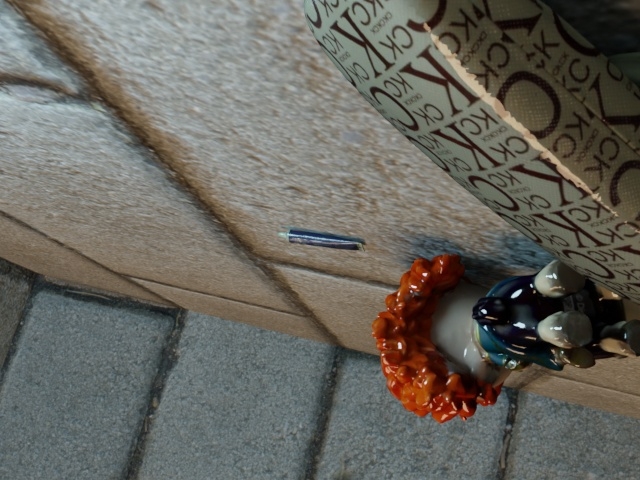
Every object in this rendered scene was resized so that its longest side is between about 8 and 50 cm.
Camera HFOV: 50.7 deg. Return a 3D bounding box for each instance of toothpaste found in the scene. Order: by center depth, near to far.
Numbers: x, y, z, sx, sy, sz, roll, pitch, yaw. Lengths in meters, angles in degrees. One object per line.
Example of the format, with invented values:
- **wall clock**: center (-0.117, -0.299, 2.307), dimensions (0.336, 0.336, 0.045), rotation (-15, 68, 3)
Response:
- **toothpaste**: center (0.000, 0.000, 1.040), dimensions (0.140, 0.021, 0.037), rotation (9, 164, 17)

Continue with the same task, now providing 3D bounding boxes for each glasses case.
- **glasses case**: center (0.141, -0.056, 0.419), dimensions (0.355, 0.085, 0.137), rotation (36, 175, -18)

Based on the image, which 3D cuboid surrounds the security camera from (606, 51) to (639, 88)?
- **security camera**: center (0.267, -0.074, 0.368), dimensions (0.157, 0.080, 0.301), rotation (36, 170, -22)

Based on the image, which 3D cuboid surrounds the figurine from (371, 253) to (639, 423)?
- **figurine**: center (0.247, 0.121, 0.924), dimensions (0.412, 0.241, 0.306), rotation (-20, 171, 37)
